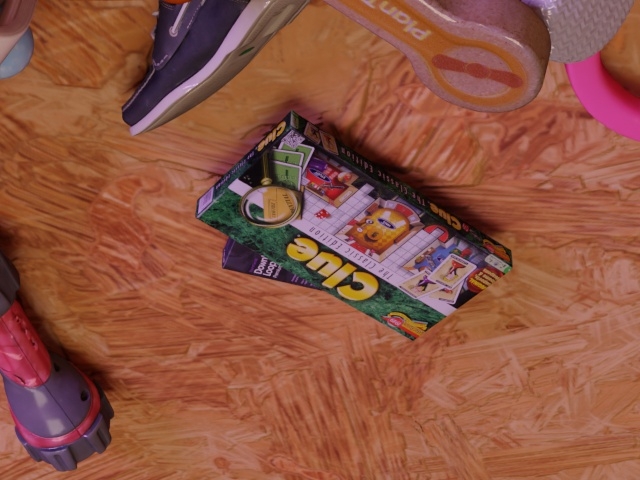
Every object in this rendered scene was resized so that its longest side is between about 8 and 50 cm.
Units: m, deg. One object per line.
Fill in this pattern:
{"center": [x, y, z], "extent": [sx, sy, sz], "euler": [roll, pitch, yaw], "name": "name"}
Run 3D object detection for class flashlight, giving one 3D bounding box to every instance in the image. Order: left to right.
{"center": [-0.298, 0.113, 1.196], "extent": [0.103, 0.103, 0.304], "euler": [-5, 139, 9], "name": "flashlight"}

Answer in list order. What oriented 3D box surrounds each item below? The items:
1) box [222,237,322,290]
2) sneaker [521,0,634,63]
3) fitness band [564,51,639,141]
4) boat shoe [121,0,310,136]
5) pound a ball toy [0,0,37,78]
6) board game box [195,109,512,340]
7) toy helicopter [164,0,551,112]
{"center": [0.000, 0.000, 1.113], "extent": [0.162, 0.029, 0.116], "euler": [14, 137, -11], "name": "box"}
{"center": [0.152, -0.257, 0.761], "extent": [0.101, 0.153, 0.268], "euler": [8, 107, -41], "name": "sneaker"}
{"center": [0.320, -0.176, 0.886], "extent": [0.291, 0.054, 0.209], "euler": [-28, 130, 28], "name": "fitness band"}
{"center": [-0.091, -0.159, 0.919], "extent": [0.079, 0.084, 0.233], "euler": [53, 135, 3], "name": "boat shoe"}
{"center": [-0.332, -0.080, 0.901], "extent": [0.136, 0.208, 0.319], "euler": [28, 132, -26], "name": "pound a ball toy"}
{"center": [0.033, -0.005, 1.066], "extent": [0.260, 0.030, 0.136], "euler": [30, 130, -27], "name": "board game box"}
{"center": [-0.024, -0.174, 0.695], "extent": [0.355, 0.140, 0.235], "euler": [31, 148, -18], "name": "toy helicopter"}
